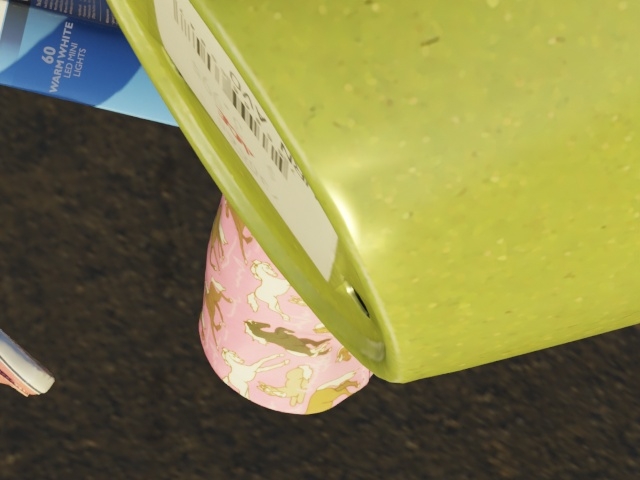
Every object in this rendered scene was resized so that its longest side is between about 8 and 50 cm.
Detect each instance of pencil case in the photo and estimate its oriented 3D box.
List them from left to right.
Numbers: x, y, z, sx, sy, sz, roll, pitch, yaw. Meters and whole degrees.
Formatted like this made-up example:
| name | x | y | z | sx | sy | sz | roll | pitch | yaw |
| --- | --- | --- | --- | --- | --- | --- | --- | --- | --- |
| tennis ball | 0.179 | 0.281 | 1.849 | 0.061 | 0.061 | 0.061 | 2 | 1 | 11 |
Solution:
| name | x | y | z | sx | sy | sz | roll | pitch | yaw |
| --- | --- | --- | --- | --- | --- | --- | --- | --- | --- |
| pencil case | 0.000 | 0.000 | 1.525 | 0.167 | 0.386 | 0.160 | -22 | 66 | -21 |

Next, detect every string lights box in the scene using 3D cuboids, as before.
| name | x | y | z | sx | sy | sz | roll | pitch | yaw |
| --- | --- | --- | --- | --- | --- | --- | --- | --- | --- |
| string lights box | -0.192 | -0.167 | 1.609 | 0.133 | 0.260 | 0.076 | -110 | 34 | -71 |

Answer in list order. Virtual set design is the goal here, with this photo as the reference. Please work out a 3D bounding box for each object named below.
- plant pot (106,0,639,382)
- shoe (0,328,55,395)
| name | x | y | z | sx | sy | sz | roll | pitch | yaw |
| --- | --- | --- | --- | --- | --- | --- | --- | --- | --- |
| plant pot | 0.098 | -0.105 | 0.426 | 0.293 | 0.275 | 0.275 | -33 | 55 | -9 |
| shoe | -0.287 | 0.096 | 1.456 | 0.178 | 0.063 | 0.081 | 31 | 77 | 39 |
